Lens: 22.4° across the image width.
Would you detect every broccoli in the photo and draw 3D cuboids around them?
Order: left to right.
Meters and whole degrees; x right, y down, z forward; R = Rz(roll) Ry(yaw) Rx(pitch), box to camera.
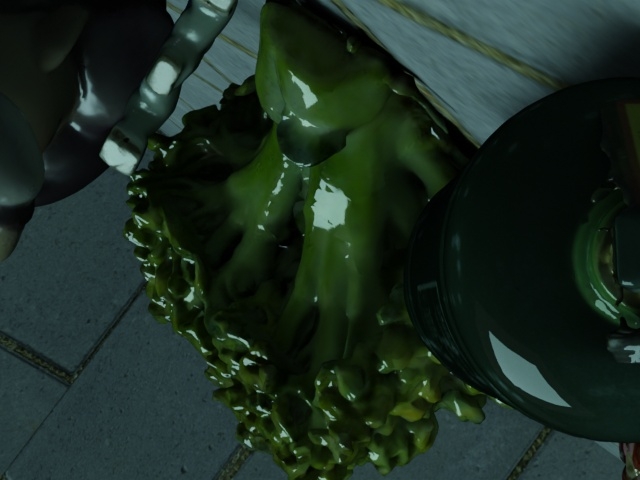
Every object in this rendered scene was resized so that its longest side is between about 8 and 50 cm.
[{"bbox_3d":[-0.005,0.014,0.790,0.242,0.180,0.273,37,178,28],"label":"broccoli"}]

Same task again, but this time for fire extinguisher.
[{"bbox_3d":[0.085,0.008,0.485,0.114,0.095,0.311,0,177,2],"label":"fire extinguisher"}]

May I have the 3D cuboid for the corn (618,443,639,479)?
[{"bbox_3d":[0.188,0.098,0.670,0.092,0.092,0.280,37,176,2],"label":"corn"}]

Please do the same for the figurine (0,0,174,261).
[{"bbox_3d":[-0.183,-0.055,0.782,0.206,0.218,0.365,42,-155,-27],"label":"figurine"}]

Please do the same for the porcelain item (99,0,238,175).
[{"bbox_3d":[-0.059,-0.095,0.749,0.021,0.136,0.075,33,-140,-6],"label":"porcelain item"}]
